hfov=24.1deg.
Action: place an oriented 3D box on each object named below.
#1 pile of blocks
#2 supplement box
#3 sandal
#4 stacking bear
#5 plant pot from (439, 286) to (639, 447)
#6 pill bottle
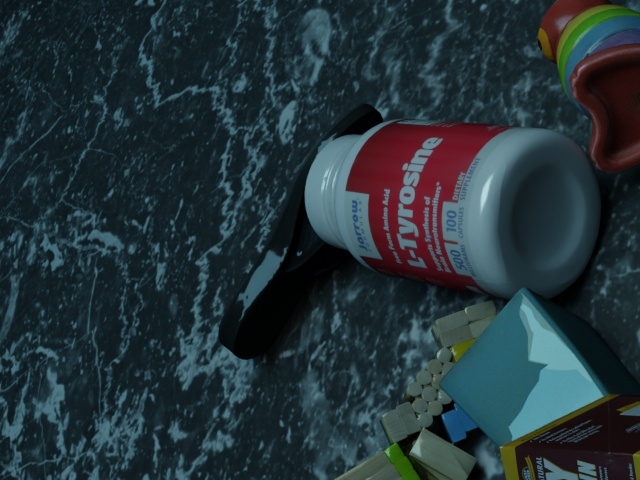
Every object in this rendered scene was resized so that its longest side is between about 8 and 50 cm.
[{"bbox_3d":[0.151,0.252,2.025,0.362,0.149,0.112,-56,-7,-10],"label":"pile of blocks"},{"bbox_3d":[0.330,0.251,1.566,0.194,0.191,0.129,-5,99,49],"label":"supplement box"},{"bbox_3d":[0.000,0.001,2.328,0.107,0.167,0.446,33,101,28],"label":"sandal"},{"bbox_3d":[0.383,-0.247,2.028,0.164,0.175,0.289,-23,33,2],"label":"stacking bear"},{"bbox_3d":[0.302,0.209,1.818,0.166,0.165,0.234,-51,47,12],"label":"plant pot"},{"bbox_3d":[0.168,-0.051,2.079,0.407,0.229,0.229,9,74,51],"label":"pill bottle"}]
